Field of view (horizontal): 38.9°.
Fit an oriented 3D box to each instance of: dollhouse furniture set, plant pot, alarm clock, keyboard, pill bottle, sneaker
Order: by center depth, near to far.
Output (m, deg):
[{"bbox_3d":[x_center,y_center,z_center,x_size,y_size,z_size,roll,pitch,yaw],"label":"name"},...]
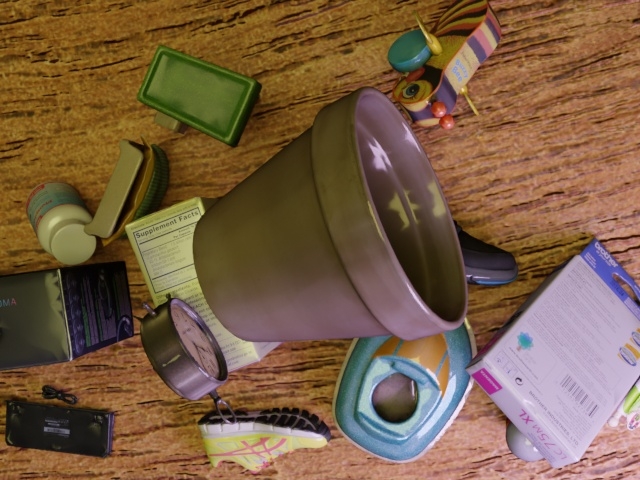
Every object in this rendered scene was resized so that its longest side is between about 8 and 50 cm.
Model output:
[{"bbox_3d":[-0.167,0.158,1.165,0.064,0.129,0.192,-36,87,7],"label":"alarm clock"},{"bbox_3d":[0.000,0.000,1.177,0.280,0.323,0.323,-20,89,23],"label":"plant pot"},{"bbox_3d":[0.139,-0.029,1.345,0.340,0.125,0.140,20,87,3],"label":"sneaker"},{"bbox_3d":[-0.204,-0.112,1.347,0.151,0.197,0.302,24,93,5],"label":"dollhouse furniture set"},{"bbox_3d":[-0.393,-0.026,1.383,0.087,0.160,0.087,-12,119,-23],"label":"pill bottle"},{"bbox_3d":[-0.084,0.315,1.408,0.208,0.081,0.094,-2,98,13],"label":"sneaker"},{"bbox_3d":[-0.424,0.289,1.470,0.180,0.023,0.108,5,98,6],"label":"keyboard"}]

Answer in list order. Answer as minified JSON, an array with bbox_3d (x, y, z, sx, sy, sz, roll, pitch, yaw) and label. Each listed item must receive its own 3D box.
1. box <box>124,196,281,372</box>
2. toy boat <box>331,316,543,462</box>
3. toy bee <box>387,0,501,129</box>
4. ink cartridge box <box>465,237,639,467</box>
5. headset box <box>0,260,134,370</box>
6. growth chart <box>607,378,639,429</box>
[{"bbox_3d":[-0.162,0.068,1.336,0.117,0.213,0.243,-20,89,8],"label":"box"},{"bbox_3d":[0.186,0.225,1.332,0.318,0.148,0.268,23,94,6],"label":"toy boat"},{"bbox_3d":[0.170,-0.224,1.318,0.195,0.162,0.298,20,106,-38],"label":"toy bee"},{"bbox_3d":[0.363,0.151,1.296,0.186,0.065,0.311,48,58,3],"label":"ink cartridge box"},{"bbox_3d":[-0.441,0.113,1.337,0.246,0.283,0.131,-8,90,6],"label":"headset box"},{"bbox_3d":[0.551,0.241,1.319,0.237,0.021,0.172,28,99,-16],"label":"growth chart"}]
